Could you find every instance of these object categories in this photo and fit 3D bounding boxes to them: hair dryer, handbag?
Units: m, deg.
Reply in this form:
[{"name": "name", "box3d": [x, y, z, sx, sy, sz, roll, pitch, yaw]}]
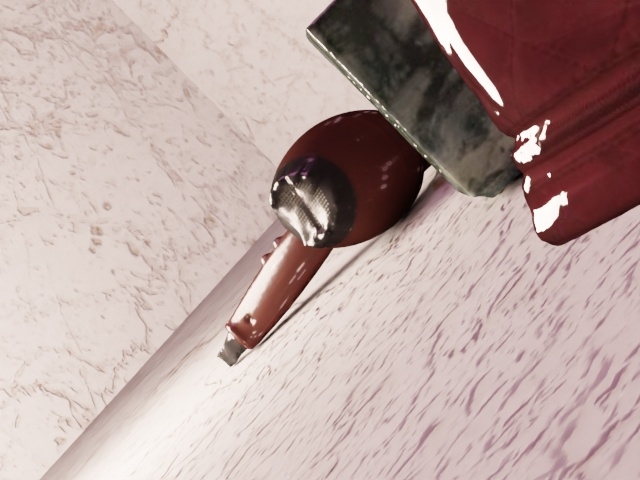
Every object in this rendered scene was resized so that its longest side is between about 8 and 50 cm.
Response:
[{"name": "hair dryer", "box3d": [0.000, 0.000, 1.361, 0.340, 0.123, 0.312, -54, -12, 29]}, {"name": "handbag", "box3d": [0.138, -0.097, 0.406, 0.225, 0.135, 0.146, -26, -3, -30]}]

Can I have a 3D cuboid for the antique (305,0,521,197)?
[{"name": "antique", "box3d": [0.082, -0.115, 0.944, 0.086, 0.183, 0.088, -45, 3, 3]}]
